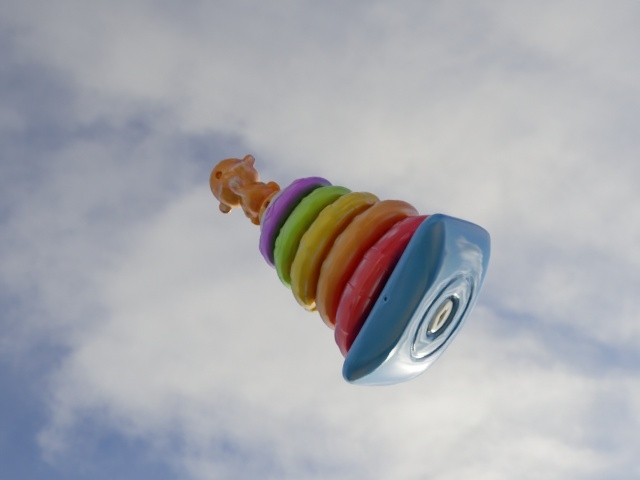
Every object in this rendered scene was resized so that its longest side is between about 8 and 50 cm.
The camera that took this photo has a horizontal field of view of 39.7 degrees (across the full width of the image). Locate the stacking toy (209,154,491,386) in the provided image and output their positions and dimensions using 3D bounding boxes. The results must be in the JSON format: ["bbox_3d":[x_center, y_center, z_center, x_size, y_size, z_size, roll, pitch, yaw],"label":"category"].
[{"bbox_3d":[0.000,0.000,0.874,0.166,0.302,0.175,14,-74,-60],"label":"stacking toy"}]
